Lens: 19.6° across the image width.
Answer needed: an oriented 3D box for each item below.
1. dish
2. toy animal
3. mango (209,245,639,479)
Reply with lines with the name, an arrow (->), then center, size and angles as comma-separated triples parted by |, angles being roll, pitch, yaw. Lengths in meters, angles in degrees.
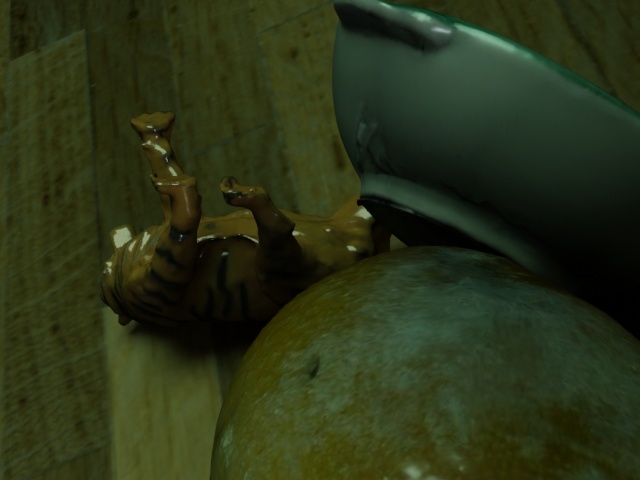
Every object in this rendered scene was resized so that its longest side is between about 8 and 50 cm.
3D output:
dish -> 0.089, -0.022, 0.819 | 0.246, 0.224, 0.078 | 19, 77, 50
toy animal -> -0.003, 0.004, 0.952 | 0.255, 0.116, 0.114 | 1, 26, 15
mango -> 0.057, 0.106, 0.673 | 0.193, 0.146, 0.316 | -1, 25, -5
